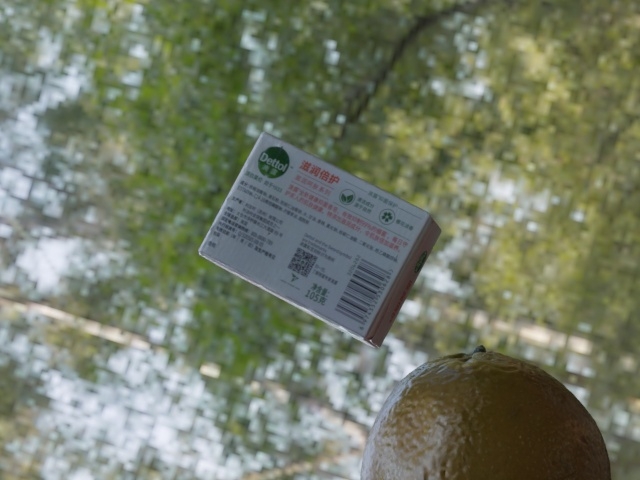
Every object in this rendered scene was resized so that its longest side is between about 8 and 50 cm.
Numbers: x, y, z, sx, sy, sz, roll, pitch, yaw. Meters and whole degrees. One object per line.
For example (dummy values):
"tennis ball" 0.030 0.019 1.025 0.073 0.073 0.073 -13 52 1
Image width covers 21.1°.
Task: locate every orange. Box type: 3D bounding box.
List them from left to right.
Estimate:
"orange" 0.167 0.237 1.725 0.264 0.264 0.264 15 -90 -72

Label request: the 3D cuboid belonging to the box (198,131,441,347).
"box" 0.000 0.000 1.060 0.089 0.125 0.043 -60 -18 -4
